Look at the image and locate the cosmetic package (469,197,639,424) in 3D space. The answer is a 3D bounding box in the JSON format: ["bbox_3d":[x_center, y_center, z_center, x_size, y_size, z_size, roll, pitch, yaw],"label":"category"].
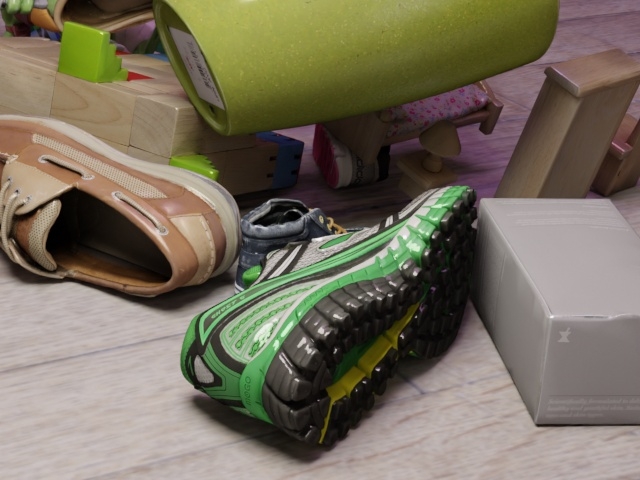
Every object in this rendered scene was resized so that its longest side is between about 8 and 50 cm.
[{"bbox_3d":[0.209,0.051,1.181,0.127,0.107,0.238,2,26,-7],"label":"cosmetic package"}]

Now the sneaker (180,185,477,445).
[{"bbox_3d":[0.020,0.032,1.149,0.146,0.134,0.343,17,27,28],"label":"sneaker"}]

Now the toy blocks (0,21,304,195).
[{"bbox_3d":[-0.192,-0.129,1.472,0.381,0.190,0.261,19,16,27],"label":"toy blocks"}]

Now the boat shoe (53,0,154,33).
[{"bbox_3d":[-0.135,-0.286,1.457,0.341,0.121,0.110,-20,31,40],"label":"boat shoe"}]

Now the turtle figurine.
[{"bbox_3d":[-0.329,-0.222,1.653,0.266,0.197,0.274,22,36,2],"label":"turtle figurine"}]

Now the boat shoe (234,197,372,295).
[{"bbox_3d":[0.000,0.000,1.280,0.065,0.083,0.183,23,29,36],"label":"boat shoe"}]

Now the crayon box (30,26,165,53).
[{"bbox_3d":[-0.276,-0.388,1.826,0.203,0.323,0.083,15,26,23],"label":"crayon box"}]

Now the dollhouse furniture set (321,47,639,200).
[{"bbox_3d":[0.158,-0.196,1.523,0.303,0.173,0.355,-17,49,-42],"label":"dollhouse furniture set"}]

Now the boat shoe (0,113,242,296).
[{"bbox_3d":[-0.232,-0.030,1.271,0.324,0.123,0.116,12,27,21],"label":"boat shoe"}]

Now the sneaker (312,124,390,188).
[{"bbox_3d":[0.035,-0.104,1.557,0.075,0.063,0.170,2,26,-11],"label":"sneaker"}]

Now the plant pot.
[{"bbox_3d":[0.011,-0.219,1.278,0.294,0.274,0.275,-29,34,-15],"label":"plant pot"}]
